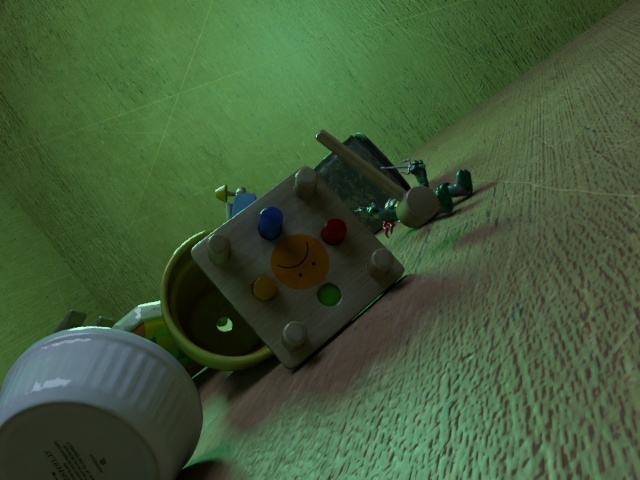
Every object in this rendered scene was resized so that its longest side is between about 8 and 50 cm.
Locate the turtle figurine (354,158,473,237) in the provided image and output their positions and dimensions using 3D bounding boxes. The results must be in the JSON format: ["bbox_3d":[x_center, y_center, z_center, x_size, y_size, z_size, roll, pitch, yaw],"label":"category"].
[{"bbox_3d":[0.191,-0.088,1.334,0.234,0.118,0.175,-5,44,49],"label":"turtle figurine"}]

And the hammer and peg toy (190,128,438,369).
[{"bbox_3d":[0.000,0.000,1.061,0.361,0.266,0.127,-40,-12,-18],"label":"hammer and peg toy"}]

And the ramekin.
[{"bbox_3d":[-0.297,0.257,0.836,0.273,0.273,0.127,-35,18,12],"label":"ramekin"}]

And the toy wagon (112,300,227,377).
[{"bbox_3d":[-0.352,0.260,1.462,0.267,0.068,0.344,-10,-43,-23],"label":"toy wagon"}]

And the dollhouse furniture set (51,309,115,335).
[{"bbox_3d":[-0.381,0.286,1.230,0.135,0.262,0.259,-49,-30,5],"label":"dollhouse furniture set"}]

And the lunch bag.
[{"bbox_3d":[0.117,-0.160,1.732,0.169,0.235,0.287,-40,5,21],"label":"lunch bag"}]

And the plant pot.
[{"bbox_3d":[-0.172,0.132,1.219,0.254,0.254,0.239,-39,-10,-24],"label":"plant pot"}]

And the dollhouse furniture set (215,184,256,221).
[{"bbox_3d":[-0.247,0.028,1.617,0.198,0.303,0.286,-2,-4,-2],"label":"dollhouse furniture set"}]
